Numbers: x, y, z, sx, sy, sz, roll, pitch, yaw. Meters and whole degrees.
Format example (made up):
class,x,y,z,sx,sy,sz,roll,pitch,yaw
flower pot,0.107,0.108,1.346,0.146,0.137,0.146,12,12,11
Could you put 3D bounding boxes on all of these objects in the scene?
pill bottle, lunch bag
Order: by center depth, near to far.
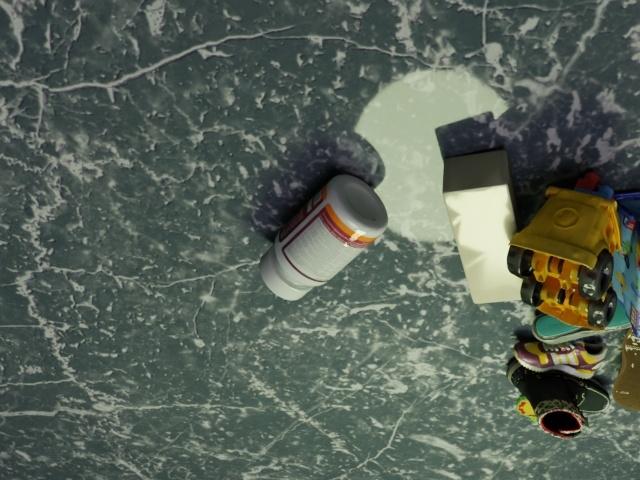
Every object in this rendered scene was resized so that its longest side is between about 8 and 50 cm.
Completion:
class,x,y,z,sx,sy,sz,roll,pitch,yaw
pill bottle,0.000,0.000,1.380,0.121,0.121,0.221,29,129,-24
lunch bag,0.646,0.011,1.382,0.293,0.138,0.221,-14,131,1

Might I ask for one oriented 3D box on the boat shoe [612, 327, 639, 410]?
class,x,y,z,sx,sy,sz,roll,pitch,yaw
boat shoe,0.633,0.207,1.601,0.104,0.089,0.285,22,134,17

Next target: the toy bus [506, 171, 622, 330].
class,x,y,z,sx,sy,sz,roll,pitch,yaw
toy bus,0.415,0.008,1.329,0.149,0.211,0.220,16,154,35

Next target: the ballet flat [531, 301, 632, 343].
class,x,y,z,sx,sy,sz,roll,pitch,yaw
ballet flat,0.504,0.146,1.558,0.213,0.072,0.068,-15,159,16

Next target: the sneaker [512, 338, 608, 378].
class,x,y,z,sx,sy,sz,roll,pitch,yaw
sneaker,0.467,0.212,1.618,0.185,0.070,0.084,10,125,-16

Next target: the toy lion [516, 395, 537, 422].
class,x,y,z,sx,sy,sz,roll,pitch,yaw
toy lion,0.472,0.363,1.786,0.096,0.034,0.100,-4,135,16

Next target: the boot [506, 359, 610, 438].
class,x,y,z,sx,sy,sz,roll,pitch,yaw
boot,0.494,0.330,1.640,0.236,0.179,0.085,21,110,-15

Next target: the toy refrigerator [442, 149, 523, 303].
class,x,y,z,sx,sy,sz,roll,pitch,yaw
toy refrigerator,0.280,-0.019,1.376,0.102,0.094,0.270,-8,133,19
